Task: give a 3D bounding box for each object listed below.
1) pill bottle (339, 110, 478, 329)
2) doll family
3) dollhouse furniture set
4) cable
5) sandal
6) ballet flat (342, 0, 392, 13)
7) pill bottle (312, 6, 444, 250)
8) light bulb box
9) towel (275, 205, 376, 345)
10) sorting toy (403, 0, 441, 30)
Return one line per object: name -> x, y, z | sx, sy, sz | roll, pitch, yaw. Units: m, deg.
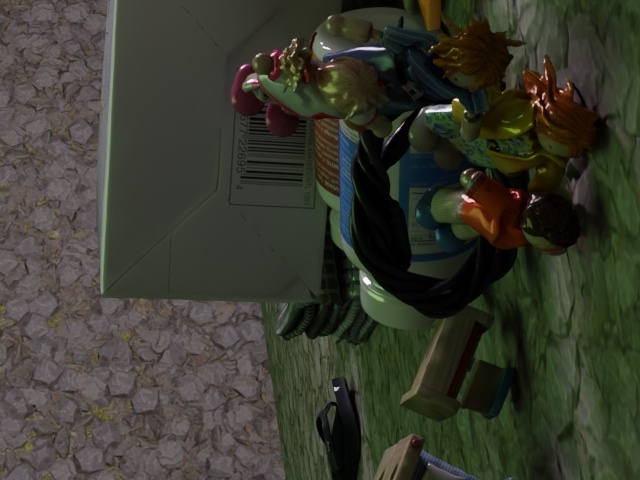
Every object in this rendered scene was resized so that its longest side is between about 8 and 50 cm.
pill bottle -> 0.077, -0.041, 1.121 | 0.124, 0.124, 0.221 | -108, 15, -56
doll family -> 0.079, -0.087, 0.860 | 0.163, 0.263, 0.118 | 2, 64, 60
dollhouse furniture set -> 0.127, 0.154, 1.043 | 0.129, 0.129, 0.183 | 116, 177, -75
cable -> 0.085, -0.031, 0.987 | 0.047, 0.151, 0.184 | 16, 107, 51
sandal -> 0.024, 0.313, 2.053 | 0.097, 0.054, 0.254 | -105, 12, -49
ballet flat -> 0.049, -0.237, 1.466 | 0.084, 0.058, 0.250 | -54, 33, 21
pill bottle -> 0.054, -0.096, 1.258 | 0.121, 0.121, 0.216 | -107, 14, -56
light bulb box -> -0.124, -0.138, 1.468 | 0.361, 0.225, 0.358 | -136, 50, -77
towel -> 0.000, 0.000, 1.741 | 0.283, 0.121, 0.235 | 109, 154, -73
sorting toy -> 0.082, -0.321, 1.168 | 0.196, 0.047, 0.347 | 89, 173, -61
